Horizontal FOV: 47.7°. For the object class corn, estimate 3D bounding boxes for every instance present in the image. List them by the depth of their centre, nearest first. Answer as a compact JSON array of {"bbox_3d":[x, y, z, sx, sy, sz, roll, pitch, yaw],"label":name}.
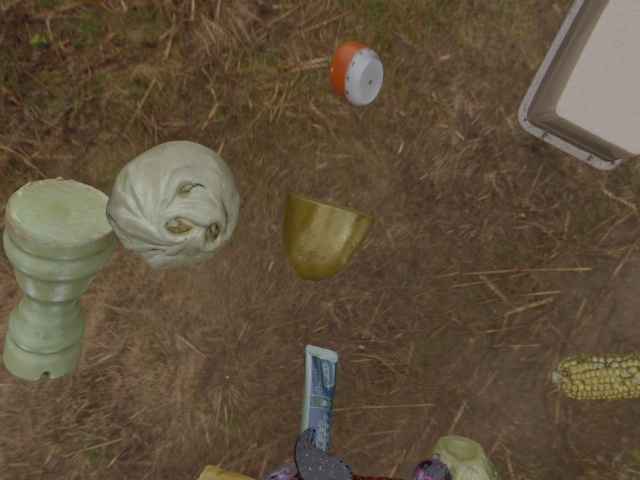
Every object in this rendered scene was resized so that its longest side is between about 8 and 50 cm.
[{"bbox_3d":[0.543,0.227,1.236,0.288,0.086,0.087,-8,79,21],"label":"corn"}]

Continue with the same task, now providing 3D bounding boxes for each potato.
[{"bbox_3d":[0.000,0.000,1.375,0.178,0.203,0.158,15,99,-18],"label":"potato"}]

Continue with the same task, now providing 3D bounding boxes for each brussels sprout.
[{"bbox_3d":[0.292,0.551,1.524,0.210,0.219,0.271,11,107,34],"label":"brussels sprout"}]

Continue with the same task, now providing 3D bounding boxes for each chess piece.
[{"bbox_3d":[-0.587,0.104,1.596,0.234,0.442,0.234,14,35,-10],"label":"chess piece"}]

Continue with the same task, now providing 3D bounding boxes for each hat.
[{"bbox_3d":[0.028,0.261,0.680,0.129,0.227,0.140,42,37,-23],"label":"hat"}]

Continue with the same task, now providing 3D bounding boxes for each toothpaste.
[{"bbox_3d":[-0.006,0.234,0.928,0.057,0.035,0.197,20,64,-33],"label":"toothpaste"}]

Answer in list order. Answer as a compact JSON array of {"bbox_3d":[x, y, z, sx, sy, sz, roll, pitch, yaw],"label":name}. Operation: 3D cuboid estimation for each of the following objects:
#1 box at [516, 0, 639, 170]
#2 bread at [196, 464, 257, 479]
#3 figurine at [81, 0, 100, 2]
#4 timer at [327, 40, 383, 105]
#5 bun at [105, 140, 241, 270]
[{"bbox_3d":[0.206,-0.118,0.508,0.089,0.062,0.122,27,96,-3],"label":"box"},{"bbox_3d":[-0.223,0.627,1.758,0.173,0.134,0.085,12,36,11],"label":"bread"},{"bbox_3d":[-0.500,-0.587,1.525,0.167,0.256,0.192,35,68,-35],"label":"figurine"},{"bbox_3d":[0.062,-0.352,1.503,0.099,0.136,0.136,-31,84,-39],"label":"timer"},{"bbox_3d":[-0.233,-0.043,1.175,0.231,0.133,0.231,-3,118,-7],"label":"bun"}]
